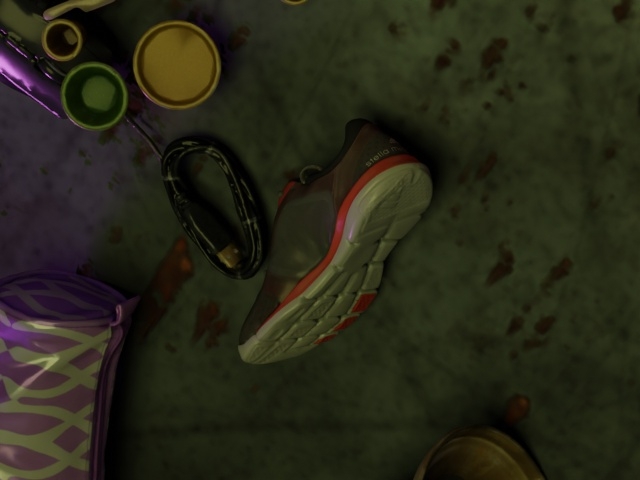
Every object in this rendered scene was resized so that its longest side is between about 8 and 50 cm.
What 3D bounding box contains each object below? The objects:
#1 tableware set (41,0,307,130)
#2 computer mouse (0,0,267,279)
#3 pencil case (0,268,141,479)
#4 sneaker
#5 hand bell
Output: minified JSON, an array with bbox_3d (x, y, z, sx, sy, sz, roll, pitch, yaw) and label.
[{"bbox_3d":[-0.076,-0.120,0.938,0.154,0.024,0.104,-19,100,12],"label":"tableware set"},{"bbox_3d":[-0.120,-0.069,0.985,0.242,0.041,0.071,45,118,3],"label":"computer mouse"},{"bbox_3d":[-0.157,0.120,1.039,0.088,0.086,0.206,17,114,26],"label":"pencil case"},{"bbox_3d":[0.000,0.000,0.959,0.158,0.061,0.065,-52,56,27],"label":"sneaker"},{"bbox_3d":[0.003,0.186,1.000,0.242,0.126,0.126,-19,99,40],"label":"hand bell"}]
